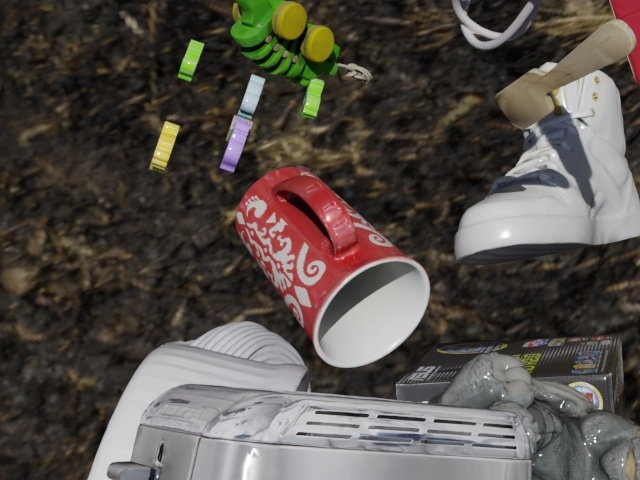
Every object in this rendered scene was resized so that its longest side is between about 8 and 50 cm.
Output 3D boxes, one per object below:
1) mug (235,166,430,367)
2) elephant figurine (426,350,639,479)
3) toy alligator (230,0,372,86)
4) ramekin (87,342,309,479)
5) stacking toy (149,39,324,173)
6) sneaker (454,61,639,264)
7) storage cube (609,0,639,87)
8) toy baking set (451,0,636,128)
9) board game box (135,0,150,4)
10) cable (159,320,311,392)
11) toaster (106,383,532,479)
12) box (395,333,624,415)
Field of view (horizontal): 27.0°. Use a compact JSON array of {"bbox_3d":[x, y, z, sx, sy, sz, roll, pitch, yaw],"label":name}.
[{"bbox_3d":[0.008,0.001,1.157,0.169,0.113,0.150,48,134,44],"label":"mug"},{"bbox_3d":[0.197,0.181,1.074,0.186,0.239,0.169,53,128,45],"label":"elephant figurine"},{"bbox_3d":[-0.020,-0.147,1.049,0.056,0.190,0.051,23,85,38],"label":"toy alligator"},{"bbox_3d":[-0.114,0.222,1.145,0.135,0.277,0.277,17,113,5],"label":"ramekin"},{"bbox_3d":[-0.086,-0.135,1.483,0.167,0.221,0.052,18,136,-8],"label":"stacking toy"},{"bbox_3d":[0.190,-0.070,1.161,0.108,0.292,0.169,-11,89,32],"label":"sneaker"},{"bbox_3d":[0.465,-0.275,1.599,0.193,0.215,0.183,-22,70,23],"label":"storage cube"},{"bbox_3d":[0.143,-0.182,0.824,0.197,0.030,0.256,16,133,50],"label":"toy baking set"},{"bbox_3d":[-0.222,-0.366,1.611,0.260,0.136,0.030,-26,50,57],"label":"board game box"},{"bbox_3d":[-0.102,0.221,1.553,0.089,0.257,0.257,13,112,32],"label":"cable"},{"bbox_3d":[0.009,0.143,0.600,0.129,0.227,0.146,-4,79,61],"label":"toaster"},{"bbox_3d":[0.212,0.152,1.431,0.216,0.270,0.060,-4,93,15],"label":"box"}]
